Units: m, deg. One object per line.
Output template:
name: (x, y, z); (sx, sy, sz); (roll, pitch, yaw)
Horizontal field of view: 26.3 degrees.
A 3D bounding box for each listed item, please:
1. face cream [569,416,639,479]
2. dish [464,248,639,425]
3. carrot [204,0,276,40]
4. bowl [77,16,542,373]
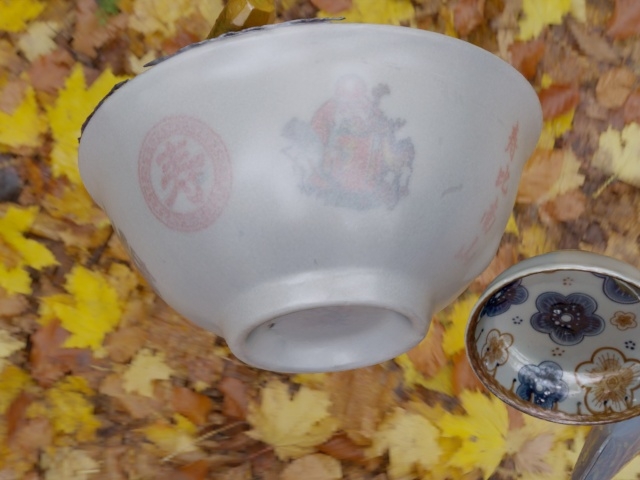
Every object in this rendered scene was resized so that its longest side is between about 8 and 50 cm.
face cream: (0.355, 0.147, 1.433); (0.086, 0.135, 0.385); (35, 47, 17)
dish: (0.168, 0.045, 0.891); (0.141, 0.141, 0.078); (8, 42, 9)
carrot: (-0.090, -0.140, 1.106); (0.171, 0.042, 0.042); (-43, 74, 43)
bowl: (0.000, 0.000, 0.987); (0.346, 0.345, 0.157); (-9, 66, 6)
